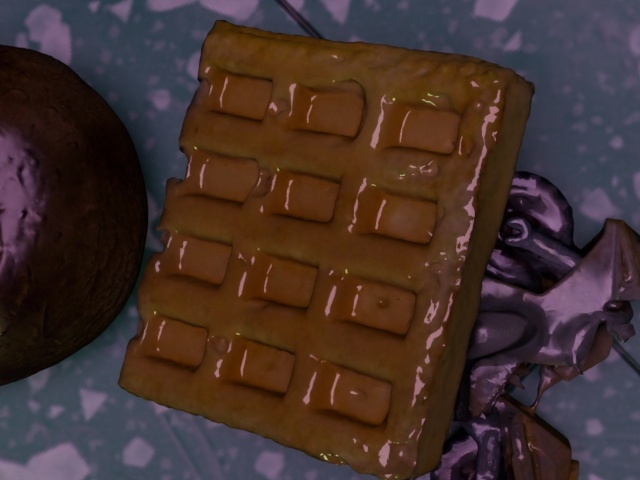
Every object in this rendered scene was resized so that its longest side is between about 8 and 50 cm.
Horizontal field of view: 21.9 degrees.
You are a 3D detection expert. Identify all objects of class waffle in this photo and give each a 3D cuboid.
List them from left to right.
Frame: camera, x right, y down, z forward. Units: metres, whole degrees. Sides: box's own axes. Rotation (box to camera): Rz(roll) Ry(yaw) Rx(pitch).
[{"bbox_3d":[0.000,0.000,0.998,0.221,0.055,0.247,14,89,33],"label":"waffle"}]

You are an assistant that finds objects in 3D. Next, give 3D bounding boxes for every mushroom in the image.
[{"bbox_3d":[-0.213,-0.006,1.019,0.194,0.138,0.231,27,98,7],"label":"mushroom"}]

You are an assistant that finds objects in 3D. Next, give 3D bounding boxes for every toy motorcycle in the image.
[{"bbox_3d":[0.139,0.075,1.010,0.130,0.094,0.229,6,96,3],"label":"toy motorcycle"}]
